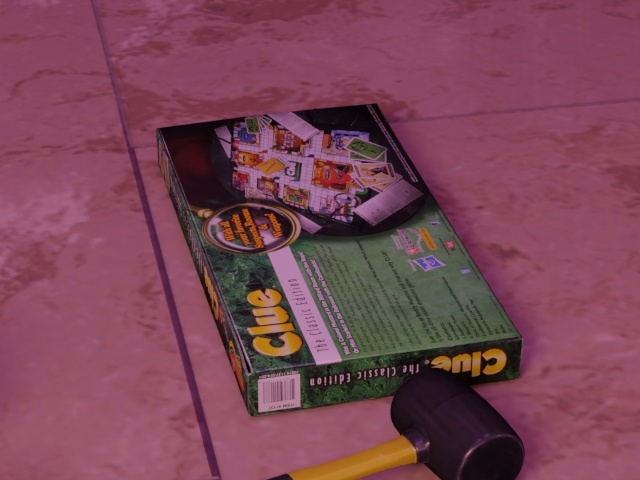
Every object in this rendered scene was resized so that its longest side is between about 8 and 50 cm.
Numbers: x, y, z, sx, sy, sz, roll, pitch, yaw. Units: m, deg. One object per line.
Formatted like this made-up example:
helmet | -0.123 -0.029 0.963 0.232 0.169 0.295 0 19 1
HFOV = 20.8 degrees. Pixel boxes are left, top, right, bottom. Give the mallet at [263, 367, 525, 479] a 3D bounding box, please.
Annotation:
mallet | -0.009 0.098 0.743 0.189 0.039 0.062 -11 32 -17

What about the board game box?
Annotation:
board game box | 0.000 0.000 0.920 0.136 0.030 0.260 -5 31 -13
